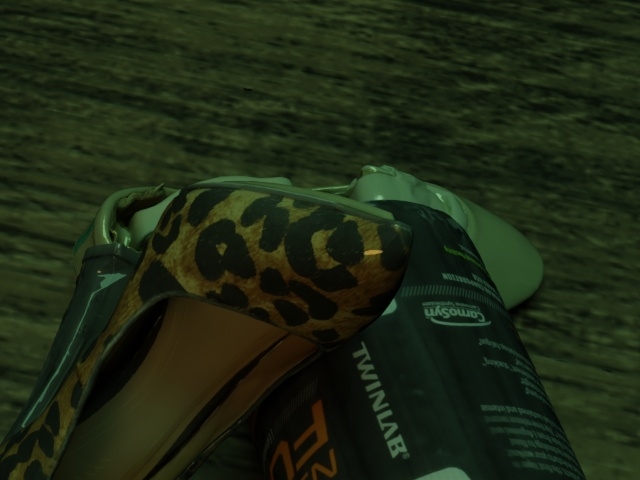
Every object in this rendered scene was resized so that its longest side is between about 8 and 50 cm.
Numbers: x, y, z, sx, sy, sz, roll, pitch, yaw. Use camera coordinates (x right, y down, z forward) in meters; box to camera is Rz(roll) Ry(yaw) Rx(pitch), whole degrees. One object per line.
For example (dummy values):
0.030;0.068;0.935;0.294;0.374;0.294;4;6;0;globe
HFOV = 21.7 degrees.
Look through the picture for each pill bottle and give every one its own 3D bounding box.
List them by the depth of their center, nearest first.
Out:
0.046;0.109;0.712;0.130;0.130;0.246;-8;47;-15;pill bottle

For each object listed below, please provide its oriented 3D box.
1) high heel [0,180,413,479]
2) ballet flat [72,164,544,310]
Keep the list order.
-0.057;0.079;0.653;0.093;0.261;0.186;28;68;-25;high heel
0.000;0.000;0.847;0.248;0.086;0.086;-3;47;-11;ballet flat
